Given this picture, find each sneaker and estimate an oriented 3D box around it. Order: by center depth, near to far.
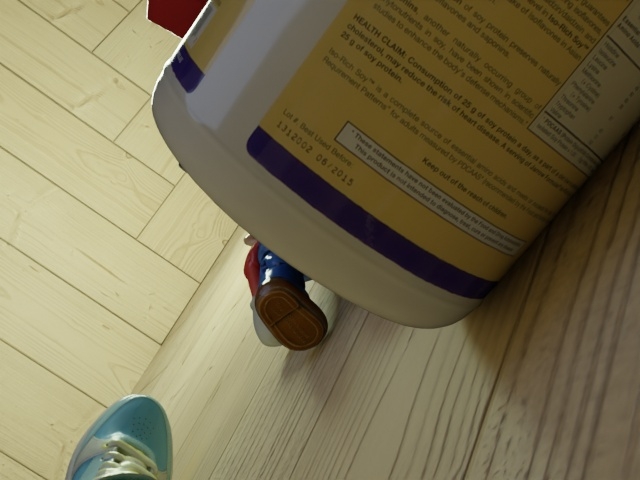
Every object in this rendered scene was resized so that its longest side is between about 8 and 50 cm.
[{"bbox_3d":[-0.193,0.258,0.823,0.208,0.127,0.319,-50,20,38],"label":"sneaker"}]

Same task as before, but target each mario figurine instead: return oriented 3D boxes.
[{"bbox_3d":[0.000,0.000,0.907,0.198,0.170,0.320,-18,24,1],"label":"mario figurine"}]

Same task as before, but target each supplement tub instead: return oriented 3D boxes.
[{"bbox_3d":[0.086,-0.142,0.466,0.331,0.241,0.241,-52,9,15],"label":"supplement tub"}]

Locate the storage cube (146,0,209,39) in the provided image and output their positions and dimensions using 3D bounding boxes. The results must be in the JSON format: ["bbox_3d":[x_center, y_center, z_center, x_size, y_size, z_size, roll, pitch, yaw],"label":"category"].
[{"bbox_3d":[-0.125,-0.391,1.183,0.215,0.183,0.193,-59,3,-23],"label":"storage cube"}]

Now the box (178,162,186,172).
[{"bbox_3d":[0.017,-0.243,1.136,0.396,0.212,0.293,-56,4,23],"label":"box"}]
